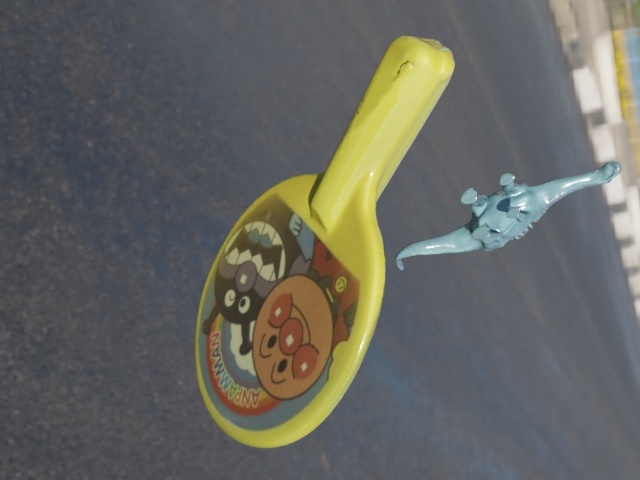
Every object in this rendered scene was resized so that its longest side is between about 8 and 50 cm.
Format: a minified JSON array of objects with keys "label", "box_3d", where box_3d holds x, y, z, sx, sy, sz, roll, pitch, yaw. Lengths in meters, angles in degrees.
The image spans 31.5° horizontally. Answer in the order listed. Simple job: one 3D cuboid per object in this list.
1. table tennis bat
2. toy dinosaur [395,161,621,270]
[{"label":"table tennis bat","box_3d":[0.000,0.000,0.923,0.054,0.368,0.224,19,17,-38]},{"label":"toy dinosaur","box_3d":[0.137,-0.018,0.874,0.080,0.197,0.045,17,52,-59]}]
